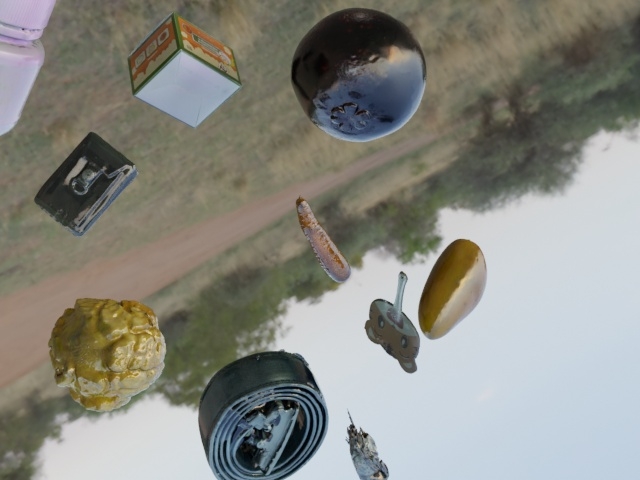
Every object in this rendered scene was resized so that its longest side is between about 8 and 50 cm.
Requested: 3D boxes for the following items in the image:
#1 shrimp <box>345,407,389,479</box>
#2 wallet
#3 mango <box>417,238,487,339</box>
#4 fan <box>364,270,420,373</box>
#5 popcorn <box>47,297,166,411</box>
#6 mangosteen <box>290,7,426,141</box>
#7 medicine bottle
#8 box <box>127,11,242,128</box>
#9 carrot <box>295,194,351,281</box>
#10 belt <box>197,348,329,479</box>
[{"bbox_3d":[0.109,0.525,2.174,0.079,0.232,0.090,-26,-167,-19],"label":"shrimp"},{"bbox_3d":[-0.614,-0.145,2.262,0.245,0.169,0.052,-51,-171,-7],"label":"wallet"},{"bbox_3d":[0.281,0.110,1.838,0.113,0.138,0.253,8,-128,34],"label":"mango"},{"bbox_3d":[0.148,0.151,1.687,0.008,0.152,0.226,-25,139,-33],"label":"fan"},{"bbox_3d":[-0.436,0.229,1.755,0.250,0.250,0.190,-30,146,21],"label":"popcorn"},{"bbox_3d":[0.093,-0.361,1.857,0.297,0.297,0.313,-30,-171,41],"label":"mangosteen"},{"bbox_3d":[-0.610,-0.362,1.529,0.302,0.241,0.241,-59,168,20],"label":"medicine bottle"},{"bbox_3d":[-0.323,-0.402,2.044,0.177,0.148,0.195,-37,139,26],"label":"box"},{"bbox_3d":[0.000,0.000,1.973,0.059,0.247,0.059,-24,-152,14],"label":"carrot"},{"bbox_3d":[-0.096,0.309,1.426,0.207,0.116,0.267,0,124,-21],"label":"belt"}]
